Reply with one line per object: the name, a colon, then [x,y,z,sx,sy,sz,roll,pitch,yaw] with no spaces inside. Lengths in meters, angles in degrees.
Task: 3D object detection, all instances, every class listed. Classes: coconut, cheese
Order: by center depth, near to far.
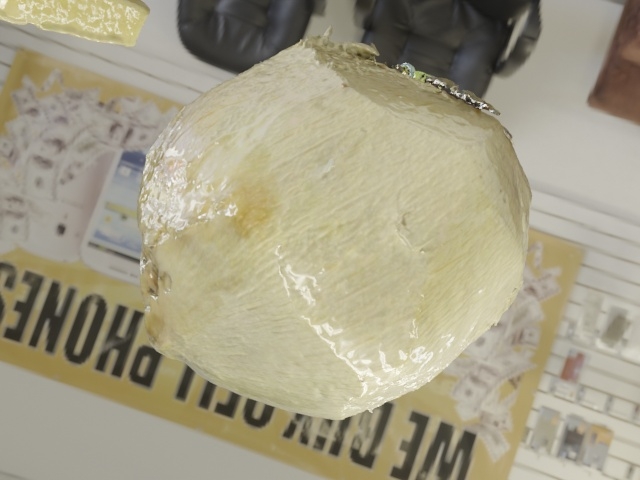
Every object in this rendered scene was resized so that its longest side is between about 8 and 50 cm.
coconut: [0.000,0.000,0.819,0.346,0.360,0.346,42,159,20]
cheese: [-0.516,-0.490,1.723,0.384,0.104,0.384,24,-162,-8]

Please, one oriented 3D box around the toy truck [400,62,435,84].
toy truck: [0.105,-0.231,1.469,0.191,0.116,0.085,6,177,39]
